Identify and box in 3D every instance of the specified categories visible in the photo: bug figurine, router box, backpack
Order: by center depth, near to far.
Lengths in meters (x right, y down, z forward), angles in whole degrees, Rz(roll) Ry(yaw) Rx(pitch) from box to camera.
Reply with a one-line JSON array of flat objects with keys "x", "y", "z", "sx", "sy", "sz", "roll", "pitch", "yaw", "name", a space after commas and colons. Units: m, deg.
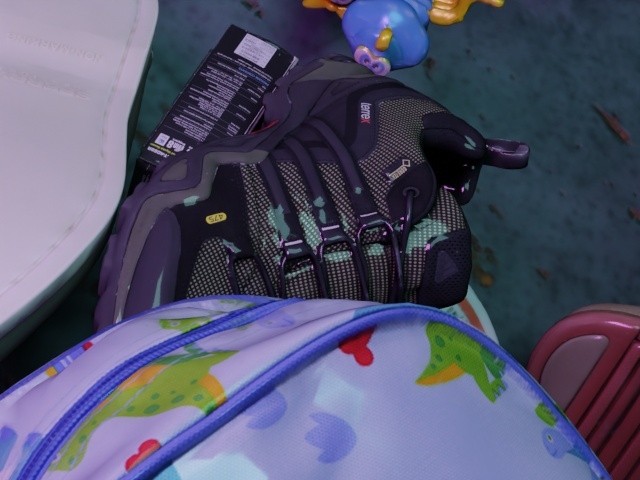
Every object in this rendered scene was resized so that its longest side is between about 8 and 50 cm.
[{"x": 0.015, "y": 0.185, "z": 0.480, "sx": 0.290, "sy": 0.273, "sz": 0.355, "roll": -31, "pitch": 71, "yaw": -24, "name": "backpack"}, {"x": -0.058, "y": -0.029, "z": 0.747, "sx": 0.038, "sy": 0.122, "sz": 0.092, "roll": 28, "pitch": 55, "yaw": 2, "name": "router box"}, {"x": -0.041, "y": -0.165, "z": 0.806, "sx": 0.279, "sy": 0.072, "sz": 0.216, "roll": 27, "pitch": 22, "yaw": 1, "name": "bug figurine"}]

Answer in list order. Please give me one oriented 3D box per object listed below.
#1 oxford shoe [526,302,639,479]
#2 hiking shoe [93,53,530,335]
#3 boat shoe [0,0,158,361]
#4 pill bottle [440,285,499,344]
[{"x": 0.265, "y": 0.114, "z": 0.844, "sx": 0.348, "sy": 0.123, "sz": 0.130, "roll": 27, "pitch": 30, "yaw": -8, "name": "oxford shoe"}, {"x": 0.000, "y": 0.000, "z": 0.640, "sx": 0.114, "sy": 0.086, "sz": 0.227, "roll": 17, "pitch": 44, "yaw": 24, "name": "hiking shoe"}, {"x": -0.134, "y": -0.020, "z": 0.664, "sx": 0.109, "sy": 0.091, "sz": 0.305, "roll": 16, "pitch": 34, "yaw": -2, "name": "boat shoe"}, {"x": -0.031, "y": 0.093, "z": 0.695, "sx": 0.221, "sy": 0.124, "sz": 0.124, "roll": -37, "pitch": 83, "yaw": -34, "name": "pill bottle"}]
